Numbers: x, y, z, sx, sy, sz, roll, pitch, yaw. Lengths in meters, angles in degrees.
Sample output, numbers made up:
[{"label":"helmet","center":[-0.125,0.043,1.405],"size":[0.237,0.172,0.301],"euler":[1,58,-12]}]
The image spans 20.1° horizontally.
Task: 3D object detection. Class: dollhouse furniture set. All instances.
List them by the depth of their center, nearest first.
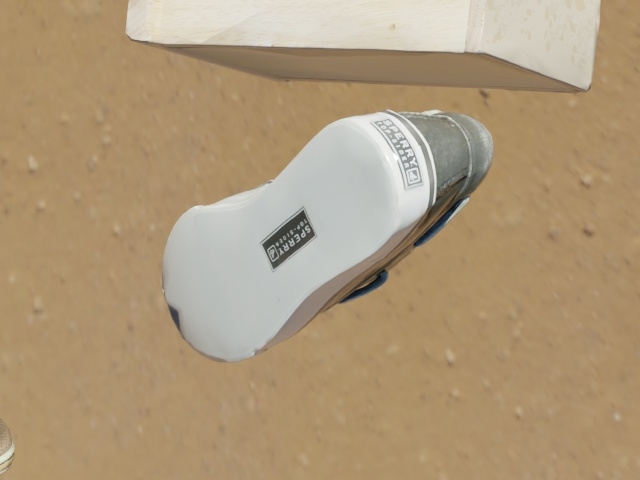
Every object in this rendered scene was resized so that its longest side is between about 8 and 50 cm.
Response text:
[{"label":"dollhouse furniture set","center":[0.049,-0.305,1.161],"size":[0.362,0.256,0.394],"euler":[9,87,-57]}]

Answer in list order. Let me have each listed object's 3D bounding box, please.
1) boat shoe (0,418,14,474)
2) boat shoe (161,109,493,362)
[{"label":"boat shoe","center":[-0.305,0.169,1.448],"size":[0.068,0.190,0.072],"euler":[-20,112,-38]},{"label":"boat shoe","center":[0.000,0.000,0.842],"size":[0.070,0.219,0.078],"euler":[-15,81,-37]}]
